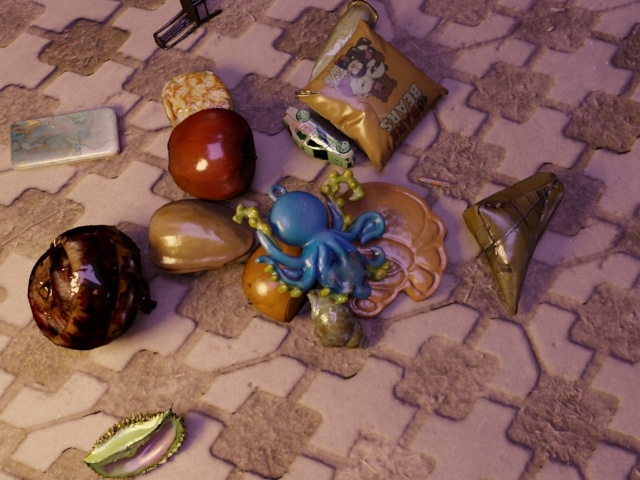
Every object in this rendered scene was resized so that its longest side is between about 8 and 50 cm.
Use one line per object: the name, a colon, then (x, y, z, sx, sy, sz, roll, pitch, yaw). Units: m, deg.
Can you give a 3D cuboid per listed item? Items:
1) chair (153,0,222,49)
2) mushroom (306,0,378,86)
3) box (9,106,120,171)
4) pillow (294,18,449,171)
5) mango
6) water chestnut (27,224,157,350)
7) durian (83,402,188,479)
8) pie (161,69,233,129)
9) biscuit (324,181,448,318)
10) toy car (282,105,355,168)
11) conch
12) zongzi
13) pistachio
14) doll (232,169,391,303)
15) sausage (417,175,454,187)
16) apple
chair: (-0.391, -0.644, 1.612, 0.212, 0.101, 0.084, -39, 76, -12)
mushroom: (0.064, -0.539, 1.586, 0.099, 0.081, 0.312, 25, 75, 9)
box: (-0.684, -0.271, 1.524, 0.284, 0.044, 0.142, -10, 76, -2)
pillow: (0.138, -0.388, 1.501, 0.312, 0.119, 0.310, 40, 73, -5)
mango: (-0.092, 0.064, 1.359, 0.166, 0.136, 0.236, 30, 64, 17)
water chestnut: (-0.503, 0.108, 1.304, 0.299, 0.300, 0.300, 0, 72, 0)
durian: (-0.398, 0.437, 1.261, 0.220, 0.137, 0.095, -27, 39, -3)
pie: (-0.324, -0.359, 1.526, 0.178, 0.084, 0.205, -26, 76, -4)
biscuit: (0.158, 0.017, 1.415, 0.311, 0.057, 0.352, -1, 72, 1)
toy car: (-0.008, -0.258, 1.488, 0.224, 0.090, 0.076, 40, 80, 12)
conch: (0.032, 0.182, 1.328, 0.105, 0.116, 0.173, -24, 71, -6)
zongzi: (0.516, 0.000, 1.392, 0.260, 0.123, 0.289, -24, 83, -10)
pistachio: (-0.286, -0.019, 1.375, 0.260, 0.163, 0.213, 1, 60, -4)
doll: (0.000, 0.000, 1.311, 0.346, 0.099, 0.341, -38, 93, -32)
sausage: (0.302, -0.153, 1.489, 0.100, 0.015, 0.015, 13, 72, 5)
apple: (-0.265, -0.206, 1.412, 0.233, 0.234, 0.234, 0, 72, 0)
